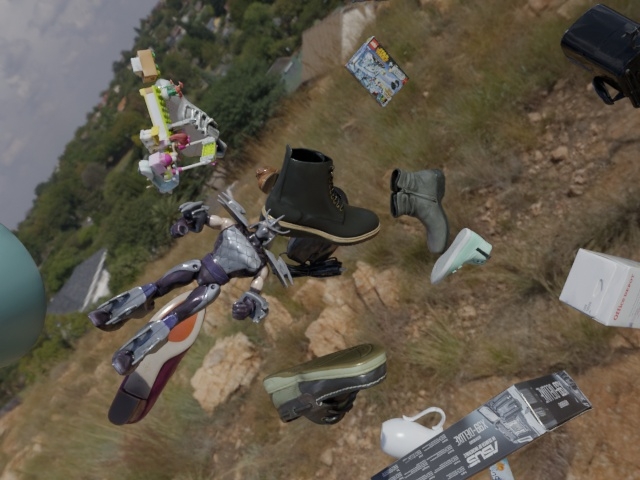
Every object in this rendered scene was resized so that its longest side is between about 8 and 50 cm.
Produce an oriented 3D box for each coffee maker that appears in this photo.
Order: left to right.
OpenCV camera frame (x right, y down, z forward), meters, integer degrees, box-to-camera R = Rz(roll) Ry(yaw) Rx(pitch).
[{"bbox_3d":[0.536,-0.352,0.906,0.120,0.171,0.178,-26,45,3],"label":"coffee maker"}]

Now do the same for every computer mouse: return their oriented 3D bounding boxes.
[{"bbox_3d":[0.000,0.000,1.167,0.072,0.188,0.272,-112,29,-46],"label":"computer mouse"}]

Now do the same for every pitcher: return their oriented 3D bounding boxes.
[{"bbox_3d":[0.307,0.632,1.663,0.125,0.206,0.178,-7,-79,-85],"label":"pitcher"}]

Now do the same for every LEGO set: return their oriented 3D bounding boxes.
[{"bbox_3d":[-0.251,-0.207,0.883,0.106,0.132,0.287,-15,63,4],"label":"LEGO set"}]

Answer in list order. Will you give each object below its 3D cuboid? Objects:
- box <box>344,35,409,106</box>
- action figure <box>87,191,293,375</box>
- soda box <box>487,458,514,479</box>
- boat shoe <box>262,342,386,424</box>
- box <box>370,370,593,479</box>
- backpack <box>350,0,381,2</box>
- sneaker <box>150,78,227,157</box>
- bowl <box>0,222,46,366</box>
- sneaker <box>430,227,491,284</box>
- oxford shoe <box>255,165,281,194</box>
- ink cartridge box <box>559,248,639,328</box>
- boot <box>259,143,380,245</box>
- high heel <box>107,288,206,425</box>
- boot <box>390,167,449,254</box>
[{"bbox_3d":[0.135,-0.399,1.195,0.094,0.137,0.027,-47,27,5],"label":"box"},{"bbox_3d":[-0.159,0.054,0.678,0.285,0.185,0.099,-37,-10,-8],"label":"action figure"},{"bbox_3d":[0.510,0.681,1.398,0.058,0.063,0.183,-11,17,8],"label":"soda box"},{"bbox_3d":[0.007,0.170,0.571,0.223,0.080,0.074,-32,76,53],"label":"boat shoe"},{"bbox_3d":[0.267,0.332,0.831,0.307,0.242,0.077,-46,57,26],"label":"box"},{"bbox_3d":[0.102,-0.430,0.730,0.158,0.116,0.173,-75,2,-55],"label":"backpack"},{"bbox_3d":[-0.328,-0.305,1.279,0.129,0.297,0.111,14,76,16],"label":"sneaker"},{"bbox_3d":[-0.627,0.106,0.789,0.312,0.311,0.163,-49,7,15],"label":"bowl"},{"bbox_3d":[0.537,0.091,1.905,0.256,0.151,0.094,-57,13,24],"label":"sneaker"},{"bbox_3d":[-0.181,-0.201,1.629,0.212,0.075,0.076,-76,11,-75],"label":"oxford shoe"},{"bbox_3d":[0.848,0.139,1.433,0.168,0.232,0.172,38,115,62],"label":"ink cartridge box"},{"bbox_3d":[0.021,-0.067,0.752,0.077,0.197,0.137,63,142,42],"label":"boot"},{"bbox_3d":[-0.415,0.295,1.307,0.377,0.127,0.181,-55,0,-15],"label":"high heel"},{"bbox_3d":[0.258,-0.075,1.366,0.083,0.161,0.247,-175,78,-65],"label":"boot"}]
